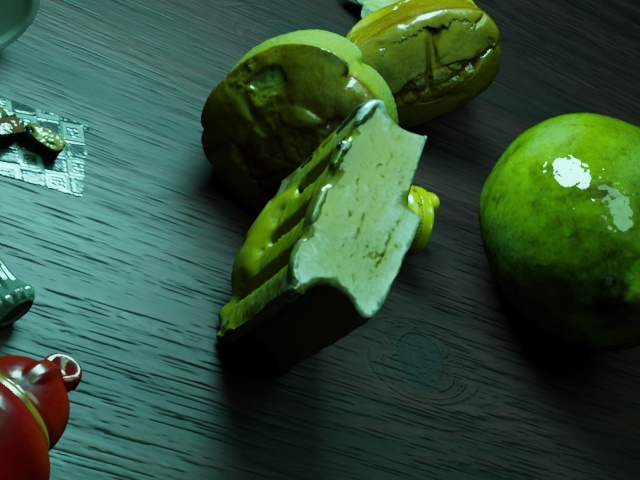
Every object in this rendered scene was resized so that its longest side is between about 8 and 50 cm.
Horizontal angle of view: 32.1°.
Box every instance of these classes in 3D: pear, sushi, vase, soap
[{"bbox_3d":[0.408,-0.015,1.669,0.352,0.352,0.413,26,34,-16],"label":"pear"},{"bbox_3d":[-0.380,-0.138,1.398,0.201,0.031,0.139,15,44,-27],"label":"sushi"},{"bbox_3d":[-0.375,0.024,1.215,0.149,0.081,0.081,52,40,10],"label":"vase"},{"bbox_3d":[0.000,0.000,1.310,0.143,0.281,0.259,25,67,-11],"label":"soap"}]

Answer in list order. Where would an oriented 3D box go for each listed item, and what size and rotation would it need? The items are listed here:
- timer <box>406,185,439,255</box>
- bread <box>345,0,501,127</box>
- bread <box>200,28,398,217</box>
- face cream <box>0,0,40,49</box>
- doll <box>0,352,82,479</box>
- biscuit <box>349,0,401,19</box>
[{"bbox_3d":[0.132,-0.030,1.636,0.109,0.107,0.107,7,48,-27],"label":"timer"},{"bbox_3d":[0.160,-0.293,1.811,0.143,0.269,0.195,-101,172,-50],"label":"bread"},{"bbox_3d":[-0.022,-0.150,1.512,0.270,0.270,0.148,34,31,-6],"label":"bread"},{"bbox_3d":[-0.532,-0.416,1.459,0.370,0.145,0.145,49,40,12],"label":"face cream"},{"bbox_3d":[-0.341,0.201,0.998,0.182,0.160,0.363,37,38,9],"label":"doll"},{"bbox_3d":[0.167,-0.365,2.003,0.154,0.045,0.299,-17,65,-36],"label":"biscuit"}]
